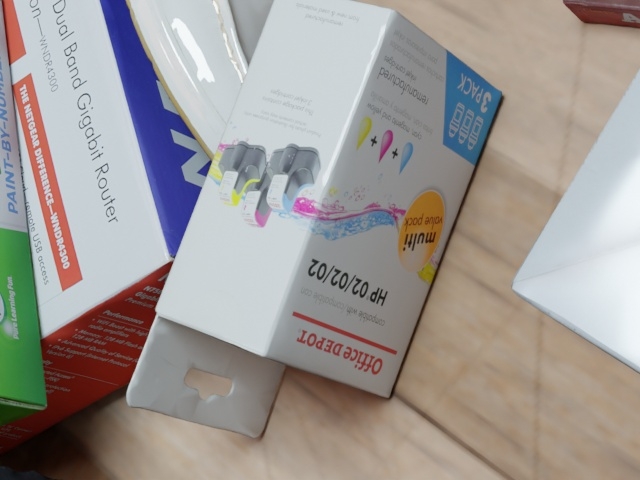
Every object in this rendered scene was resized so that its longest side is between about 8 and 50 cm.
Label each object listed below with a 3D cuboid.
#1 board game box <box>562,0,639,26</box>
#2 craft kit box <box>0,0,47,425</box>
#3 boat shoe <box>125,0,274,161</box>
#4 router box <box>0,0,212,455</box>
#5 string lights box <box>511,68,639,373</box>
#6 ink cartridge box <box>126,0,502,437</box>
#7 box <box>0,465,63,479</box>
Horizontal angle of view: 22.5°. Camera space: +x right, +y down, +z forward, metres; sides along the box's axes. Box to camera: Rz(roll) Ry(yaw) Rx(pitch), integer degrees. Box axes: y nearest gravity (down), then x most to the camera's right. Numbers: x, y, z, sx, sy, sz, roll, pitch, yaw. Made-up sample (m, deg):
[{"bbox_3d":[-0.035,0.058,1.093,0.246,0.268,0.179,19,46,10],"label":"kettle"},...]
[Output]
[{"bbox_3d":[0.240,-0.139,0.610,0.281,0.027,0.145,12,84,33],"label":"board game box"},{"bbox_3d":[-0.246,-0.007,0.746,0.247,0.061,0.249,-23,65,30],"label":"craft kit box"},{"bbox_3d":[-0.038,-0.154,0.741,0.096,0.098,0.277,-22,69,16],"label":"boat shoe"},{"bbox_3d":[-0.202,-0.056,0.814,0.301,0.082,0.335,-29,62,24],"label":"router box"},{"bbox_3d":[0.168,0.005,0.469,0.077,0.260,0.133,33,93,33],"label":"string lights box"},{"bbox_3d":[0.000,0.000,0.668,0.062,0.104,0.181,19,87,35],"label":"ink cartridge box"},{"bbox_3d":[-0.163,0.390,0.543,0.472,0.297,0.480,37,96,36],"label":"box"}]
